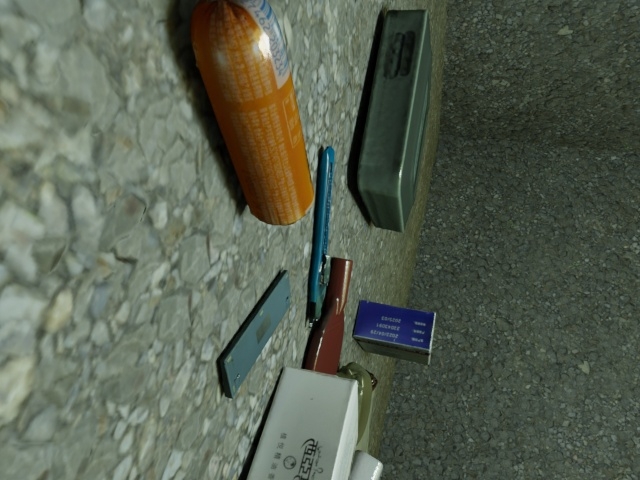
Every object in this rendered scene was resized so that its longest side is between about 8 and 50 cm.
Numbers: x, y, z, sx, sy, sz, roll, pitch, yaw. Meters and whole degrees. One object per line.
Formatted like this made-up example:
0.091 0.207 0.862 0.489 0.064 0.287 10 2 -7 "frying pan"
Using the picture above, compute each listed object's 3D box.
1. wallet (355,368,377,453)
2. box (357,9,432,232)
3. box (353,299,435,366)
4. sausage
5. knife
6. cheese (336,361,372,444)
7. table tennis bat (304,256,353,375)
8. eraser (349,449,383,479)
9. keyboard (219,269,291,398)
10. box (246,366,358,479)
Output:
0.077 0.522 1.272 0.335 0.068 0.274 -14 108 -66 "wallet"
0.178 -0.244 1.078 0.396 0.111 0.395 43 57 -74 "box"
0.216 0.266 1.346 0.299 0.200 0.106 63 38 -65 "box"
-0.053 -0.110 0.403 0.234 0.071 0.071 79 25 -53 "sausage"
0.002 0.001 0.751 0.044 0.026 0.296 -27 126 -57 "knife"
0.053 0.365 1.029 0.202 0.091 0.175 16 82 -75 "cheese"
0.017 0.186 0.890 0.200 0.038 0.310 9 91 -75 "table tennis bat"
0.025 0.572 0.947 0.270 0.095 0.174 -57 176 -39 "eraser"
-0.072 0.103 0.565 0.176 0.014 0.055 -58 152 -55 "keyboard"
-0.028 0.354 0.671 0.203 0.116 0.274 84 19 -47 "box"
